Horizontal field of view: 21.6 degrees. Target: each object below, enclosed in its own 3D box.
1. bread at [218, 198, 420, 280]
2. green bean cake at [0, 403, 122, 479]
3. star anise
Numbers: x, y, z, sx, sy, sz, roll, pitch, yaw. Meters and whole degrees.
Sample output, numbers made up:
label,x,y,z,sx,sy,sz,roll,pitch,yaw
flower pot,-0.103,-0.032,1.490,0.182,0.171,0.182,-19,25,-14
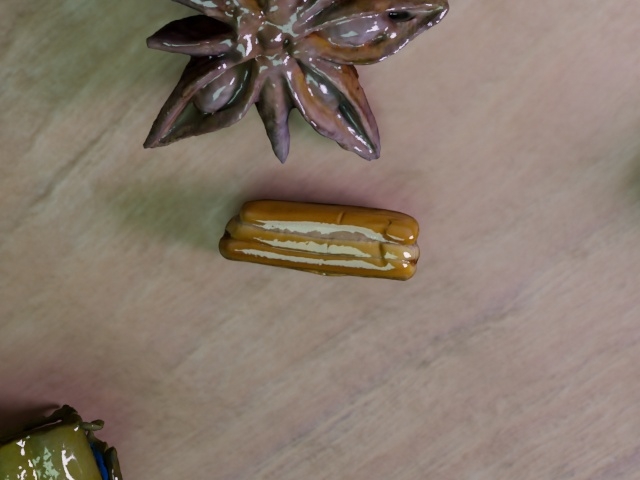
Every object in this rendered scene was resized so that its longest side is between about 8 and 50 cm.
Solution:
label,x,y,z,sx,sy,sz,roll,pitch,yaw
bread,0.000,0.000,1.674,0.200,0.116,0.077,6,94,3
green bean cake,-0.360,0.309,1.813,0.309,0.285,0.202,-18,91,-10
star anise,-0.055,-0.208,1.571,0.349,0.109,0.292,0,111,-5
